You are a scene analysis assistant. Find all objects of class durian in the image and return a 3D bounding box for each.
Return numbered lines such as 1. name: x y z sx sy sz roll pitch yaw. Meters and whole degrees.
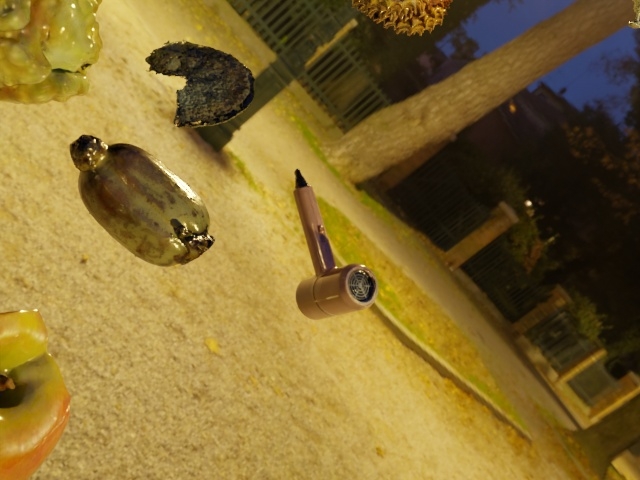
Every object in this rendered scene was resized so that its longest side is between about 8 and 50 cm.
1. durian: 0.137 -0.536 1.388 0.187 0.153 0.260 -12 44 -38

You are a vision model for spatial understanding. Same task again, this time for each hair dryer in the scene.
1. hair dryer: 0.000 0.000 1.420 0.107 0.189 0.344 -16 86 -37

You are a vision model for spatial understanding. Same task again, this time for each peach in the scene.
1. peach: -0.506 0.217 0.717 0.306 0.380 0.242 -13 94 -64

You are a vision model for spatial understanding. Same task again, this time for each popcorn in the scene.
1. popcorn: -0.503 -0.383 1.101 0.335 0.274 0.279 -90 163 -49

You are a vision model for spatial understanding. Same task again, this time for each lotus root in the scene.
1. lotus root: -0.338 -0.080 1.204 0.309 0.173 0.173 45 12 -16

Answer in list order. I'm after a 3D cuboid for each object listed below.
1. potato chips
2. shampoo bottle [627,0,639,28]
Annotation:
1. potato chips: -0.239 -0.314 1.259 0.220 0.202 0.029 49 -23 15
2. shampoo bottle: 0.545 -0.432 1.068 0.045 0.151 0.077 11 15 13
